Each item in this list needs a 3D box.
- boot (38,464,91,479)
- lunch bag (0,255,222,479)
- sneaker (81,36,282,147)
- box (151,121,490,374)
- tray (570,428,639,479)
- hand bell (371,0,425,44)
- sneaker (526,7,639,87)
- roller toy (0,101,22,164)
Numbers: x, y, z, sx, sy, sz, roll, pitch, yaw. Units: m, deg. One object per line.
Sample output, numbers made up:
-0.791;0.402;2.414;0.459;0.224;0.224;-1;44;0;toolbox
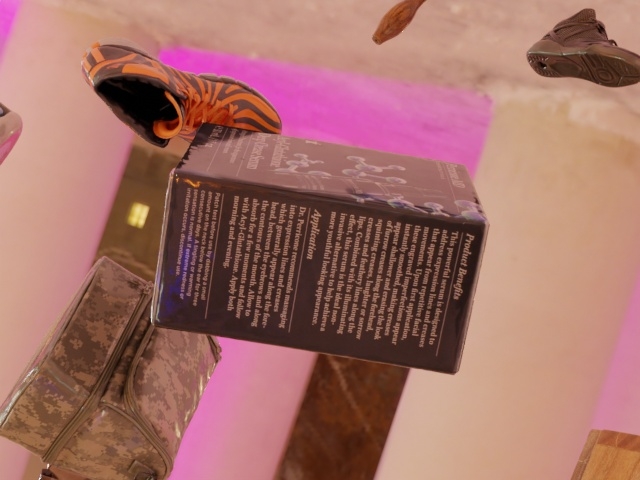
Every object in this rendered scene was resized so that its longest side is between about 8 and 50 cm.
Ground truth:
-0.384;0.354;1.735;0.087;0.118;0.042;18;-144;-17;boot
-0.300;0.209;1.686;0.256;0.212;0.305;35;-145;-12;lunch bag
-0.190;-0.177;1.610;0.321;0.124;0.180;16;-160;-25;sneaker
0.000;0.000;1.494;0.396;0.212;0.293;9;-162;-2;box
0.293;0.333;0.850;0.076;0.202;0.411;1;146;50;tray
0.164;-0.390;1.763;0.126;0.242;0.126;38;162;15;hand bell
0.463;-0.326;1.864;0.227;0.130;0.087;21;155;53;sneaker
-0.538;-0.136;1.638;0.146;0.209;0.191;38;147;-7;roller toy
